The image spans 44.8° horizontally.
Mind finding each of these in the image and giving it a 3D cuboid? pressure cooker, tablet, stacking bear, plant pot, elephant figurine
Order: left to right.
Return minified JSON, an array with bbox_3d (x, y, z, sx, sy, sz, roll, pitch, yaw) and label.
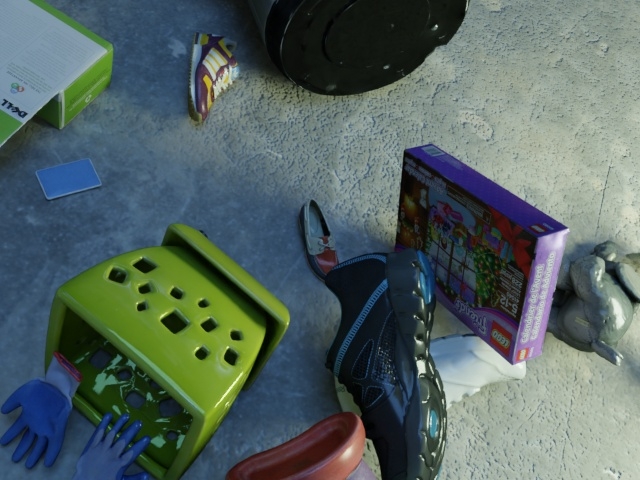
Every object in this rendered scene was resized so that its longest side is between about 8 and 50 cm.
[{"bbox_3d":[-0.376,-0.092,1.159,0.083,0.006,0.054,-19,67,-28],"label":"tablet"},{"bbox_3d":[-0.182,0.128,0.963,0.227,0.228,0.207,40,50,8],"label":"plant pot"},{"bbox_3d":[0.020,-0.508,1.332,0.370,0.375,0.420,3,57,-40],"label":"pressure cooker"},{"bbox_3d":[0.031,0.375,0.898,0.175,0.164,0.288,-24,93,-11],"label":"stacking bear"},{"bbox_3d":[0.465,0.090,1.246,0.240,0.169,0.185,-1,88,-36],"label":"elephant figurine"}]

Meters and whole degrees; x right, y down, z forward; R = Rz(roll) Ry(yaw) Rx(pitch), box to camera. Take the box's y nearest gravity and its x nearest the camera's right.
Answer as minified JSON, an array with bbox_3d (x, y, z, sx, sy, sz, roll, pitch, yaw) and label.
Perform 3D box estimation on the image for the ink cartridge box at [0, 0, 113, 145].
[{"bbox_3d":[-0.467,-0.242,1.167,0.189,0.097,0.255,32,57,3],"label":"ink cartridge box"}]

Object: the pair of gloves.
[{"bbox_3d":[-0.290,0.235,0.912,0.198,0.159,0.023,40,20,9],"label":"pair of gloves"}]

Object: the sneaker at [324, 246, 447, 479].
[{"bbox_3d":[0.084,0.183,1.007,0.140,0.125,0.340,-5,81,20],"label":"sneaker"}]

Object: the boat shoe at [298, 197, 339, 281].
[{"bbox_3d":[0.000,0.000,1.204,0.049,0.043,0.137,-7,64,-24],"label":"boat shoe"}]

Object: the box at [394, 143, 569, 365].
[{"bbox_3d":[0.211,0.010,1.099,0.057,0.200,0.293,-14,34,-25],"label":"box"}]

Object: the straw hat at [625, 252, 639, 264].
[{"bbox_3d":[0.606,0.021,1.335,0.145,0.061,0.144,15,15,-4],"label":"straw hat"}]

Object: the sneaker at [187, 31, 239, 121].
[{"bbox_3d":[-0.177,-0.275,1.297,0.084,0.069,0.185,4,60,-10],"label":"sneaker"}]

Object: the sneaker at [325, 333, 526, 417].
[{"bbox_3d":[0.155,0.201,1.111,0.297,0.111,0.129,-1,72,-11],"label":"sneaker"}]
